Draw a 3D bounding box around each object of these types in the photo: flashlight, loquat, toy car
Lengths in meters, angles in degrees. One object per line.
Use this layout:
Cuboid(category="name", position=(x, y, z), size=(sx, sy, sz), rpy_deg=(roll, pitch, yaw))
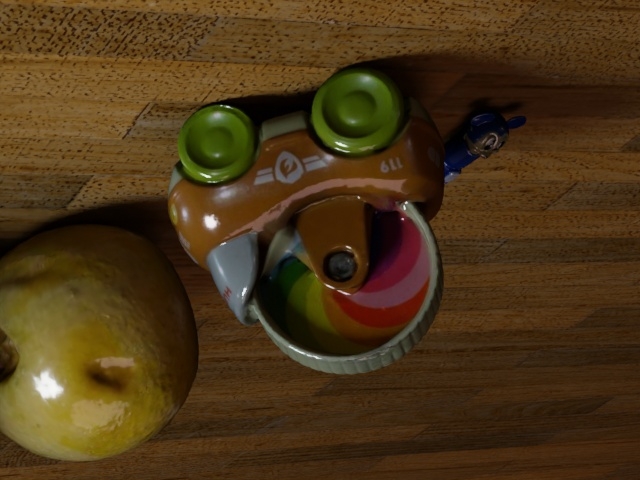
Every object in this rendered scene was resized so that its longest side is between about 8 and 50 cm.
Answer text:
Cuboid(category="flashlight", position=(0.123, -0.075, 1.654), size=(0.057, 0.035, 0.121), rpy_deg=(2, 153, -37))
Cuboid(category="loquat", position=(-0.203, 0.092, 1.658), size=(0.213, 0.213, 0.213), rpy_deg=(-12, 159, -5))
Cuboid(category="toy car", position=(0.000, 0.000, 1.521), size=(0.235, 0.235, 0.145), rpy_deg=(-15, 158, 3))
